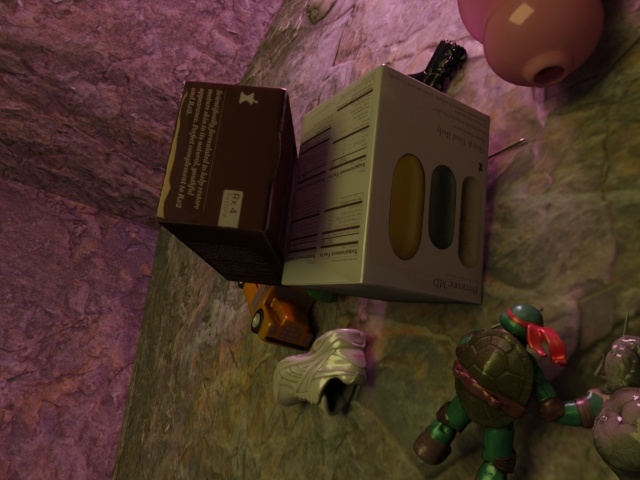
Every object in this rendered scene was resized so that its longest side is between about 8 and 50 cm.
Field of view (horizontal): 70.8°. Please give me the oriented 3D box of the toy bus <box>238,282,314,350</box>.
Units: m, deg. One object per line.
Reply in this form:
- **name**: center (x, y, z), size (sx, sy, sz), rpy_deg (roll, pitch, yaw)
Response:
- **toy bus**: center (-0.097, 0.096, 0.996), size (0.130, 0.108, 0.332), rpy_deg (-60, 28, 13)

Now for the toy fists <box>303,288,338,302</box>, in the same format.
- **toy fists**: center (0.000, 0.000, 0.907), size (0.142, 0.096, 0.279), rpy_deg (-69, 27, 19)

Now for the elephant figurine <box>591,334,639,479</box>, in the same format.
- **elephant figurine**: center (0.285, 0.115, 0.219), size (0.169, 0.186, 0.239), rpy_deg (-54, 13, -21)

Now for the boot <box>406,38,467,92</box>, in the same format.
- **boot**: center (0.201, -0.314, 0.818), size (0.099, 0.045, 0.121), rpy_deg (-62, 35, 16)

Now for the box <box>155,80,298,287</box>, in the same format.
- **box**: center (-0.109, -0.052, 0.703), size (0.381, 0.143, 0.191), rpy_deg (92, -176, -74)

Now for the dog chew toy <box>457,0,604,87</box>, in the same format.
- **dog chew toy**: center (0.263, -0.342, 0.574), size (0.207, 0.207, 0.331), rpy_deg (-27, 56, 52)

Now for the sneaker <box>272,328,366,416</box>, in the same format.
- **sneaker**: center (-0.008, 0.243, 0.753), size (0.232, 0.090, 0.115), rpy_deg (-47, 38, 37)

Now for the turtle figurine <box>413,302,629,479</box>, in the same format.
- **turtle figurine**: center (0.185, 0.144, 0.454), size (0.234, 0.118, 0.175), rpy_deg (-68, 27, 12)

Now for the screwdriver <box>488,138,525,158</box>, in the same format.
- **screwdriver**: center (0.221, -0.112, 0.661), size (0.170, 0.024, 0.025), rpy_deg (-34, 71, 48)

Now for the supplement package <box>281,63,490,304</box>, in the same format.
- **supplement package**: center (0.090, -0.054, 0.632), size (0.198, 0.199, 0.262), rpy_deg (-10, 70, 58)
